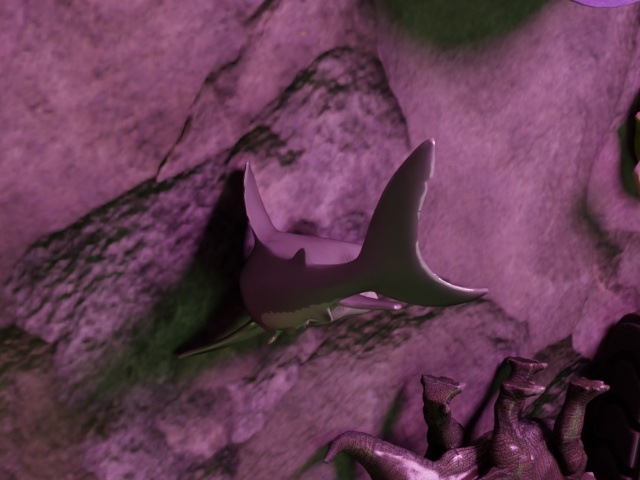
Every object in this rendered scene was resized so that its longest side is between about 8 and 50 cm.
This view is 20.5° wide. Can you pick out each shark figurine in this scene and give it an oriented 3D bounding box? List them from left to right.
[{"bbox_3d":[-0.014,0.003,1.056,0.166,0.278,0.116,-15,88,-8],"label":"shark figurine"}]

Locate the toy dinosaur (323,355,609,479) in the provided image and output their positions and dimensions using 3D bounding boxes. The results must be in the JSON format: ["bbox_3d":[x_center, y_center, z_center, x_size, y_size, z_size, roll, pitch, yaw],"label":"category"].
[{"bbox_3d":[0.133,0.178,1.341,0.313,0.121,0.160,-6,105,-50],"label":"toy dinosaur"}]

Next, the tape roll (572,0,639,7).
[{"bbox_3d":[0.186,-0.290,1.112,0.275,0.090,0.275,-26,131,-35],"label":"tape roll"}]

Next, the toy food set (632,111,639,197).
[{"bbox_3d":[0.293,-0.104,1.402,0.192,0.038,0.132,-54,149,-15],"label":"toy food set"}]

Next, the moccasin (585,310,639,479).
[{"bbox_3d":[0.284,0.248,1.497,0.147,0.139,0.380,10,90,-20],"label":"moccasin"}]
